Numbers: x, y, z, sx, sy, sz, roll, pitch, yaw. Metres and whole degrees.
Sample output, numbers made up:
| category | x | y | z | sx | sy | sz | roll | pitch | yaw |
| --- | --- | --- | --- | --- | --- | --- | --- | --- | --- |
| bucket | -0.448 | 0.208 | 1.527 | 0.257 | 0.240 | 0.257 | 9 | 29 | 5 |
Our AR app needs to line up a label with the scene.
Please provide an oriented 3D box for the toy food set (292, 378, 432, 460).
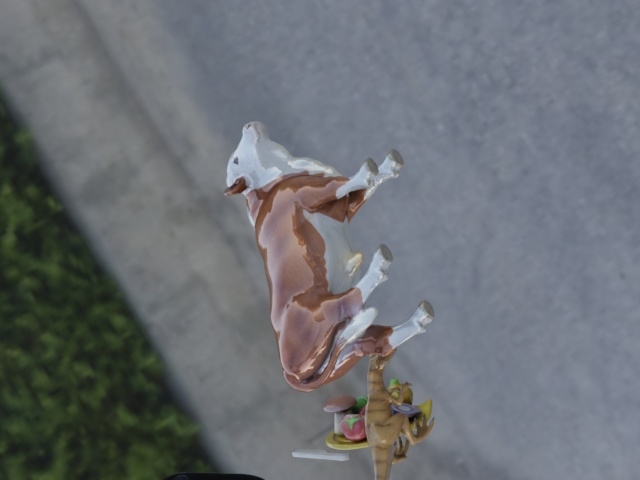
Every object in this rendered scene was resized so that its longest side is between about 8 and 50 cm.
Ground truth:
| category | x | y | z | sx | sy | sz | roll | pitch | yaw |
| --- | --- | --- | --- | --- | --- | --- | --- | --- | --- |
| toy food set | 0.069 | 0.257 | 2.162 | 0.128 | 0.218 | 0.071 | -2 | 104 | 53 |

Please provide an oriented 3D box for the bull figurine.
| category | x | y | z | sx | sy | sz | roll | pitch | yaw |
| --- | --- | --- | --- | --- | --- | --- | --- | --- | --- |
| bull figurine | 0.000 | 0.000 | 1.507 | 0.188 | 0.101 | 0.310 | -27 | 62 | 30 |

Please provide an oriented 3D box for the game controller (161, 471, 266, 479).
| category | x | y | z | sx | sy | sz | roll | pitch | yaw |
| --- | --- | --- | --- | --- | --- | --- | --- | --- | --- |
| game controller | -0.146 | 0.420 | 1.832 | 0.319 | 0.166 | 0.067 | -85 | -13 | -50 |

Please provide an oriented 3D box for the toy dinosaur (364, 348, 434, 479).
| category | x | y | z | sx | sy | sz | roll | pitch | yaw |
| --- | --- | --- | --- | --- | --- | --- | --- | --- | --- |
| toy dinosaur | 0.071 | 0.225 | 1.631 | 0.064 | 0.112 | 0.211 | -19 | 62 | 37 |
